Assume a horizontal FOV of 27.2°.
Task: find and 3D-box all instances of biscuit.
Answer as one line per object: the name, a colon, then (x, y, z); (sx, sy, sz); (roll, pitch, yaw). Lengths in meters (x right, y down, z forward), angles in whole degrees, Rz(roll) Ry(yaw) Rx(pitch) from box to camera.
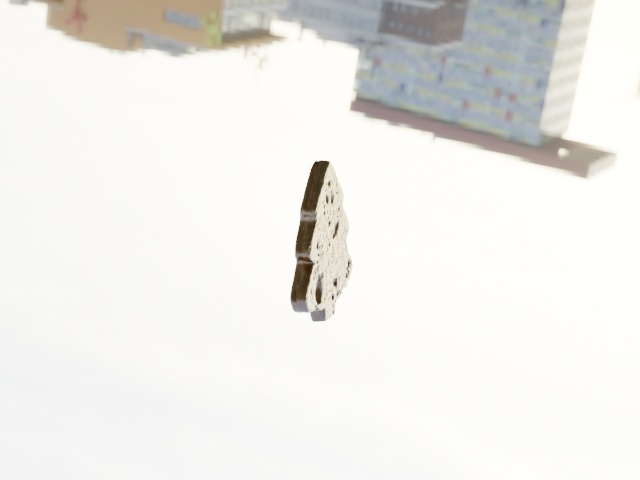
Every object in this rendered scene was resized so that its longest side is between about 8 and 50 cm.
biscuit: (0.000, 0.000, 1.044); (0.019, 0.130, 0.119); (5, -168, 19)
